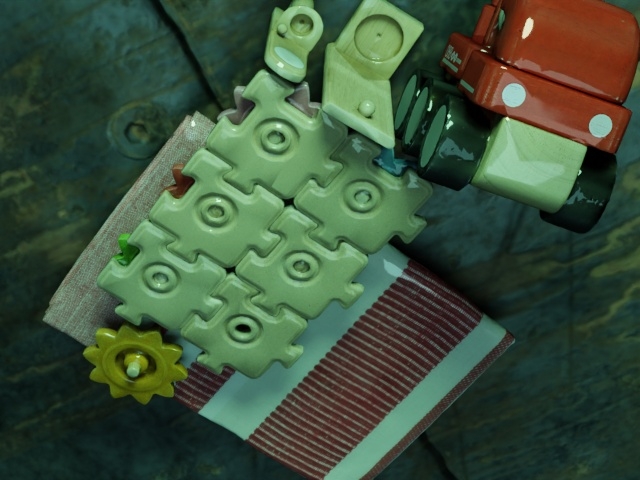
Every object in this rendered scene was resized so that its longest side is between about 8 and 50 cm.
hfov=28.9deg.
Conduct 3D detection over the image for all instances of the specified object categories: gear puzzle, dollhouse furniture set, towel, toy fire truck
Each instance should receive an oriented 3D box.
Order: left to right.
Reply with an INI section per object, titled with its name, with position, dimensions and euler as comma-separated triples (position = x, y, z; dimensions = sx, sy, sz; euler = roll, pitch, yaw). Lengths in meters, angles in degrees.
[gear puzzle]
position = -0.069, 0.021, 0.978
dimensions = 0.175, 0.044, 0.339
euler = 33, 120, -16
[towel]
position = -0.036, 0.066, 1.042
dimensions = 0.329, 0.037, 0.237
euler = 34, 118, -15
[dollhouse furniture set]
position = 0.028, -0.180, 0.864
dimensions = 0.144, 0.123, 0.151
euler = 29, 116, -14
[toy fire truck]
position = 0.172, -0.146, 0.840
dimensions = 0.159, 0.217, 0.246
euler = 18, 103, -8
